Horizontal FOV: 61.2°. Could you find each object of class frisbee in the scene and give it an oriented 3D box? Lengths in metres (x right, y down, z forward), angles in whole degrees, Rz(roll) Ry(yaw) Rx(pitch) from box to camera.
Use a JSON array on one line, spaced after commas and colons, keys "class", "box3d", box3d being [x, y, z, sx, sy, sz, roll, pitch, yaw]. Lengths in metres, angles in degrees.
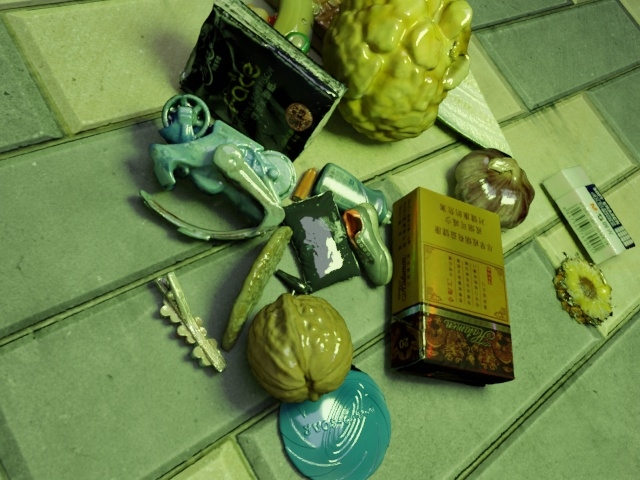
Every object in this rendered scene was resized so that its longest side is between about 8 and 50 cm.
[{"class": "frisbee", "box3d": [0.038, 0.352, 1.057, 0.242, 0.045, 0.242, 11, 62, -22]}]

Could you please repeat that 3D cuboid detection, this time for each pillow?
[{"class": "pillow", "box3d": [0.000, 0.000, 1.196, 0.141, 0.055, 0.208, -19, 80, -18]}]

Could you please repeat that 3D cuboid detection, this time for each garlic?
[{"class": "garlic", "box3d": [0.468, -0.148, 1.426, 0.245, 0.160, 0.245, 17, 53, -24]}]

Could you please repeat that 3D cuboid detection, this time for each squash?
[{"class": "squash", "box3d": [0.453, -0.366, 1.549, 0.288, 0.111, 0.203, 27, 85, -5]}]

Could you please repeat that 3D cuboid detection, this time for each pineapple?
[{"class": "pineapple", "box3d": [0.717, 0.132, 1.481, 0.221, 0.047, 0.221, 13, 60, -23]}]

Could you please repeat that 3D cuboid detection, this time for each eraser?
[{"class": "eraser", "box3d": [0.774, -0.078, 1.566, 0.130, 0.086, 0.287, -14, 71, -41]}]

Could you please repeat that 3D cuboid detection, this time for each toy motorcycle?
[{"class": "toy motorcycle", "box3d": [-0.212, -0.128, 1.086, 0.319, 0.182, 0.241, 32, 57, -9]}]

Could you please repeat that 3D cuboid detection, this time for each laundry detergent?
[{"class": "laundry detergent", "box3d": [0.084, -0.098, 1.282, 0.206, 0.061, 0.097, 29, 65, -10]}]

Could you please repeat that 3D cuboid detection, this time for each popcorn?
[{"class": "popcorn", "box3d": [0.156, -0.430, 1.283, 0.354, 0.390, 0.344, -13, 56, -39]}]

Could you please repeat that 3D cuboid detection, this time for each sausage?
[{"class": "sausage", "box3d": [-0.034, -0.132, 1.262, 0.031, 0.031, 0.107, 30, 56, -9]}]

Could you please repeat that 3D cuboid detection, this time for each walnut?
[{"class": "walnut", "box3d": [-0.039, 0.194, 1.005, 0.213, 0.213, 0.213, 10, 62, -20]}]

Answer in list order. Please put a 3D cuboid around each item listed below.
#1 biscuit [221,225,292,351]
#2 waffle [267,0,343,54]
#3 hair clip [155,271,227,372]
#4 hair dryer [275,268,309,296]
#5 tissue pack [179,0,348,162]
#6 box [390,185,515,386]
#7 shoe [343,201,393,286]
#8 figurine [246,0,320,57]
[{"class": "biscuit", "box3d": [-0.122, 0.069, 1.061, 0.038, 0.141, 0.290, 25, 60, 4]}, {"class": "waffle", "box3d": [-0.003, -0.651, 1.493, 0.308, 0.091, 0.213, 45, 56, -1]}, {"class": "hair clip", "box3d": [-0.248, 0.158, 1.015, 0.062, 0.056, 0.214, -28, 89, -49]}, {"class": "hair dryer", "box3d": [-0.074, 0.108, 1.134, 0.079, 0.031, 0.083, 31, 65, 4]}, {"class": "tissue pack", "box3d": [-0.137, -0.336, 1.188, 0.332, 0.245, 0.123, 38, 38, -4]}, {"class": "box", "box3d": [0.295, 0.108, 1.234, 0.264, 0.116, 0.415, 16, 62, -26]}, {"class": "shoe", "box3d": [0.099, 0.012, 1.209, 0.077, 0.074, 0.194, -12, 87, -45]}, {"class": "figurine", "box3d": [-0.119, -0.512, 1.334, 0.222, 0.124, 0.325, 5, 75, 10]}]
